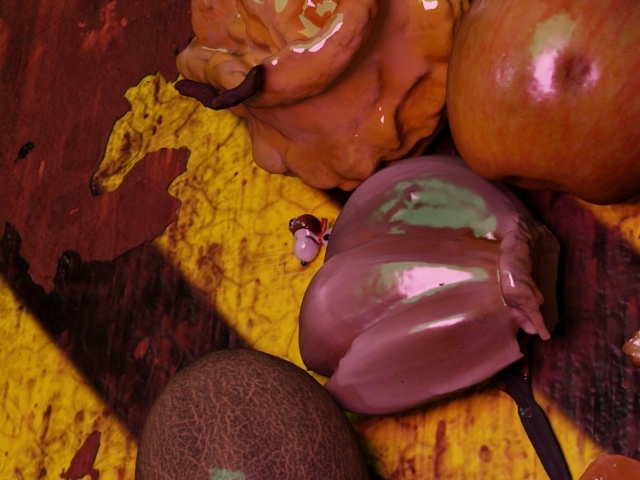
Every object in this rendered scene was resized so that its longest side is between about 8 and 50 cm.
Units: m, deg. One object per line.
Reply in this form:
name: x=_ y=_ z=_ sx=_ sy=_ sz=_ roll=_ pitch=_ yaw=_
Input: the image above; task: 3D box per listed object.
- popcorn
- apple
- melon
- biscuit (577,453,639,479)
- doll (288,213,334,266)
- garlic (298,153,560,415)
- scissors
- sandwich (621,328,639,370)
popcorn: x=-0.005 y=-0.209 z=1.972 sx=0.349 sy=0.381 sz=0.349 roll=11 pitch=115 yaw=26
apple: x=0.252 y=-0.151 z=1.846 sx=0.264 sy=0.264 sz=0.264 roll=-16 pitch=57 yaw=27
melon: x=-0.065 y=0.250 z=1.845 sx=0.237 sy=0.237 sz=0.302 roll=-30 pitch=51 yaw=18
biscuit: x=0.303 y=0.358 z=1.654 sx=0.269 sy=0.051 sz=0.376 roll=-30 pitch=51 yaw=23
doll: x=0.002 y=-0.006 z=2.074 sx=0.085 sy=0.040 sz=0.058 roll=-19 pitch=68 yaw=30
garlic: x=0.100 y=0.036 z=1.916 sx=0.325 sy=0.132 sz=0.279 roll=-12 pitch=49 yaw=31
scissors: x=0.206 y=0.165 z=1.853 sx=0.088 sy=0.017 sz=0.220 roll=-33 pitch=52 yaw=14
sandwich: x=0.437 y=0.073 z=1.698 sx=0.251 sy=0.087 sz=0.226 roll=-52 pitch=50 yaw=2
